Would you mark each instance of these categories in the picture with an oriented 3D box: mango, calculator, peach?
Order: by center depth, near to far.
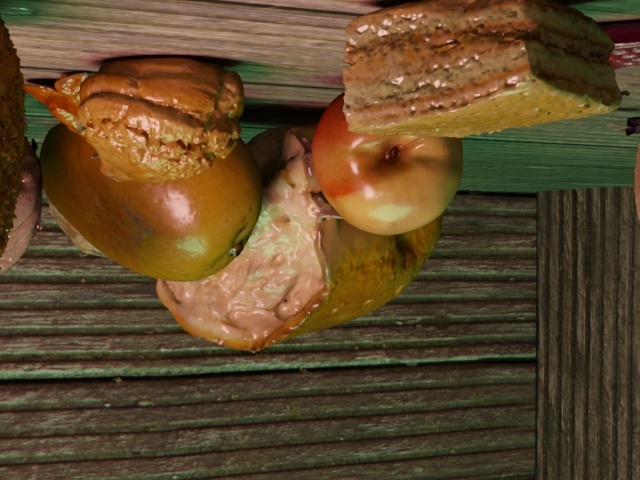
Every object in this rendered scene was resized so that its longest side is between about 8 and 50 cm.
[{"bbox_3d":[0.270,-0.170,1.278,0.190,0.034,0.126,-6,175,29],"label":"calculator"},{"bbox_3d":[0.074,-0.096,1.654,0.184,0.184,0.184,0,179,0],"label":"peach"},{"bbox_3d":[-0.233,-0.070,1.875,0.364,0.253,0.182,10,-142,36],"label":"mango"}]

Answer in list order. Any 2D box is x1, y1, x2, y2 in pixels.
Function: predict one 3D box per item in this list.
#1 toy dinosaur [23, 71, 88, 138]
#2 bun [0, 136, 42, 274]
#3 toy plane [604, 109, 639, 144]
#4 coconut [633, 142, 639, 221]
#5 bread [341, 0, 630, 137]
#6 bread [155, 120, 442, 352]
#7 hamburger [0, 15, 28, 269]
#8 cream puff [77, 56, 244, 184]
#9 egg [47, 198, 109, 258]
[{"bbox_3d":[-0.301,-0.159,1.697,0.212,0.057,0.142,-2,167,39],"label":"toy dinosaur"},{"bbox_3d":[-0.442,-0.078,1.750,0.204,0.282,0.281,-25,180,-1],"label":"bun"},{"bbox_3d":[0.472,-0.154,1.903,0.078,0.053,0.197,12,171,-41],"label":"toy plane"},{"bbox_3d":[0.473,-0.067,1.635,0.244,0.239,0.239,-6,-176,-41],"label":"coconut"},{"bbox_3d":[0.124,-0.137,1.135,0.196,0.102,0.138,-4,179,42],"label":"bread"},{"bbox_3d":[0.000,0.000,2.086,0.394,0.250,0.361,-6,153,-50],"label":"bread"},{"bbox_3d":[-0.314,-0.052,1.096,0.179,0.294,0.276,16,166,-3],"label":"hamburger"},{"bbox_3d":[-0.170,-0.123,1.519,0.189,0.130,0.189,1,176,0],"label":"cream puff"},{"bbox_3d":[-0.323,-0.072,2.280,0.203,0.203,0.245,1,-145,-42],"label":"egg"}]
